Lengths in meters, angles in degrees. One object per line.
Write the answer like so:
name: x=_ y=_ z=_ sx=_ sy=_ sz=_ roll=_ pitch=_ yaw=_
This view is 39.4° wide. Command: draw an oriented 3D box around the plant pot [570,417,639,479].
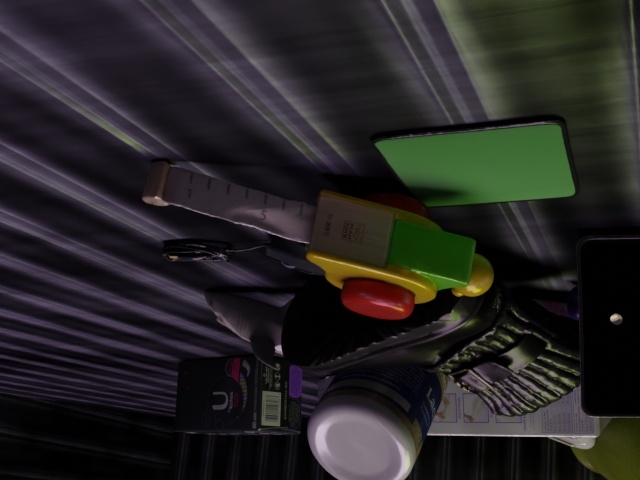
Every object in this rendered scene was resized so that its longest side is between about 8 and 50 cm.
plant pot: x=0.645 y=0.344 z=1.623 sx=0.366 sy=0.367 sz=0.353 roll=9 pitch=175 yaw=-24

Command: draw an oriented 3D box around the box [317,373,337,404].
box: x=0.100 y=0.408 z=2.275 sx=0.181 sy=0.119 sz=0.181 roll=6 pitch=164 yaw=-16

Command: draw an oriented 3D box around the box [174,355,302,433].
box: x=-0.188 y=0.355 z=2.027 sx=0.270 sy=0.165 sz=0.143 roll=-11 pitch=161 yaw=38

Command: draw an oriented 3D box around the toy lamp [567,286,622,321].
toy lamp: x=0.451 y=0.079 z=1.108 sx=0.274 sy=0.080 sz=0.080 roll=-8 pitch=162 yaw=39

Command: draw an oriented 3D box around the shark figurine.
shark figurine: x=-0.015 y=0.124 z=1.301 sx=0.278 sy=0.116 sz=0.166 roll=20 pitch=-169 yaw=-30

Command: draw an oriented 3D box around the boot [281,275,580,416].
boot: x=0.140 y=0.133 z=1.138 sx=0.260 sy=0.131 sz=0.348 roll=30 pitch=150 yaw=-35

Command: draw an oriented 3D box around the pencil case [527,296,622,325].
pencil case: x=0.370 y=0.141 z=1.276 sx=0.273 sy=0.114 sz=0.124 roll=6 pitch=-178 yaw=-16

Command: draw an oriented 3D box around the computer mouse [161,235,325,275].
computer mouse: x=-0.068 y=0.020 z=1.018 sx=0.242 sy=0.041 sz=0.071 roll=-2 pitch=165 yaw=18

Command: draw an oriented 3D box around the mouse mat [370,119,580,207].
mouse mat: x=0.138 y=-0.061 z=0.763 sx=0.152 sy=0.007 sz=0.189 roll=-3 pitch=165 yaw=19

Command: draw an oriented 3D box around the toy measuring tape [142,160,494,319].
toy measuring tape: x=0.000 y=0.000 z=0.833 sx=0.330 sy=0.121 sz=0.121 roll=14 pitch=163 yaw=-7

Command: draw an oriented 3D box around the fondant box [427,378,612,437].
fondant box: x=0.308 y=0.269 z=1.504 sx=0.330 sy=0.096 sz=0.238 roll=-5 pitch=174 yaw=22

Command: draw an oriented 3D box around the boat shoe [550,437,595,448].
boat shoe: x=0.402 y=0.311 z=1.682 sx=0.267 sy=0.096 sz=0.088 roll=18 pitch=145 yaw=47

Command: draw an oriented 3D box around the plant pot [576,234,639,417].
plant pot: x=0.378 y=0.089 z=0.988 sx=0.188 sy=0.188 sz=0.167 roll=-2 pitch=177 yaw=13

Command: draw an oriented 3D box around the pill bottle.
pill bottle: x=0.096 y=0.214 z=1.281 sx=0.153 sy=0.153 sz=0.265 roll=-6 pitch=-155 yaw=28
